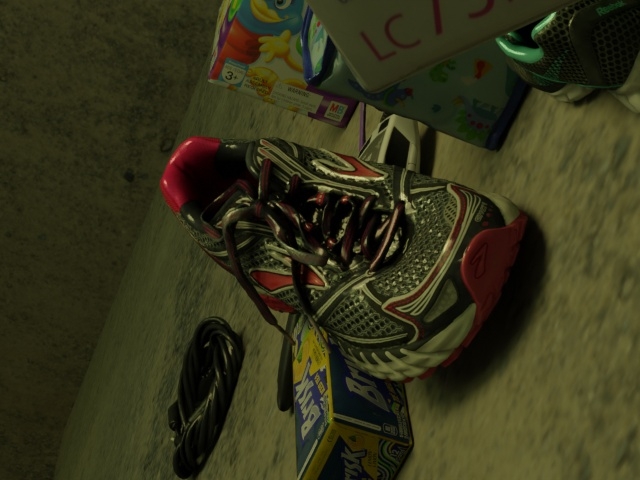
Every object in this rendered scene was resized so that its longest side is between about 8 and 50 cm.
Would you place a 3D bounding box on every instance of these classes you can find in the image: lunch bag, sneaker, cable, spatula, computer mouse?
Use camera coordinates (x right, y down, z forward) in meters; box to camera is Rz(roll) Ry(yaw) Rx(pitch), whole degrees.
[{"bbox_3d":[0.058,-0.135,0.784,0.151,0.129,0.096,-94,26,-58],"label":"lunch bag"},{"bbox_3d":[0.000,0.000,0.738,0.299,0.112,0.121,9,66,56],"label":"sneaker"},{"bbox_3d":[-0.133,0.170,1.348,0.150,0.047,0.184,-85,19,-47],"label":"cable"},{"bbox_3d":[0.006,-0.001,1.019,0.084,0.030,0.296,-46,-27,-85],"label":"spatula"},{"bbox_3d":[0.053,-0.058,0.901,0.106,0.042,0.193,-44,24,55],"label":"computer mouse"},{"bbox_3d":[0.117,-0.106,0.610,0.166,0.076,0.065,-143,73,-77],"label":"sneaker"}]

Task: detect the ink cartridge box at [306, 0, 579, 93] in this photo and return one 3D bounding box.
[{"bbox_3d":[0.113,-0.185,0.451,0.186,0.065,0.311,-20,27,31],"label":"ink cartridge box"}]

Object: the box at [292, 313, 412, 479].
[{"bbox_3d":[0.016,0.093,0.803,0.169,0.054,0.059,-96,27,-60],"label":"box"}]

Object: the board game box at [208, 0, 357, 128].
[{"bbox_3d":[0.011,-0.267,1.137,0.142,0.144,0.275,-88,20,-50],"label":"board game box"}]
